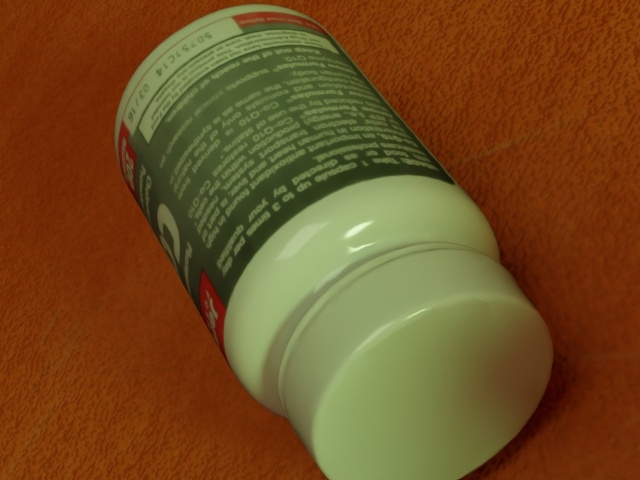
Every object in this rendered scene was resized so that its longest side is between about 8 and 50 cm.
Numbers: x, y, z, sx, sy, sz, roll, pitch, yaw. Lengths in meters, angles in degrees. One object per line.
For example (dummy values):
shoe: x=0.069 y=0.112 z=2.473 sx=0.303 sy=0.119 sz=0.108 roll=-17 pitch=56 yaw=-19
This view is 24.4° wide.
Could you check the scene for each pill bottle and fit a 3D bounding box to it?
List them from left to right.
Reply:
pill bottle: x=0.000 y=0.000 z=0.837 sx=0.161 sy=0.161 sz=0.283 roll=-43 pitch=44 yaw=8
